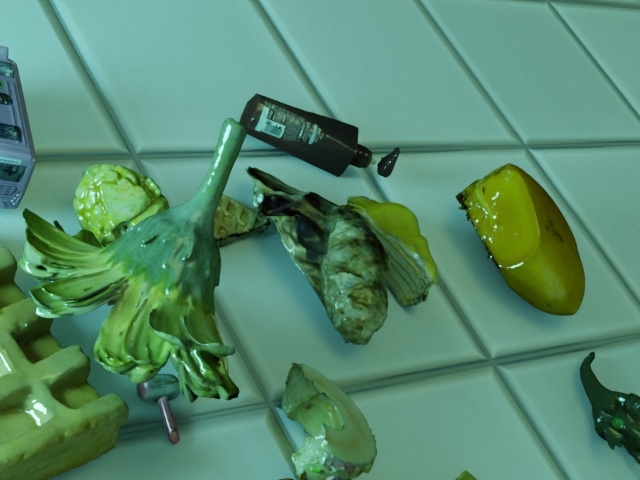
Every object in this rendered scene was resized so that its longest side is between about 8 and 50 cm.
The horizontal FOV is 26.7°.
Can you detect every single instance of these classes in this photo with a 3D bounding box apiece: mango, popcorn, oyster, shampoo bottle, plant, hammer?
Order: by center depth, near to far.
[{"bbox_3d":[-0.165,0.042,1.466,0.305,0.261,0.297,27,60,27],"label":"plant"},{"bbox_3d":[-0.173,0.188,1.497,0.052,0.031,0.083,0,61,-39],"label":"hammer"},{"bbox_3d":[-0.242,-0.032,1.622,0.121,0.116,0.106,52,48,-57],"label":"popcorn"},{"bbox_3d":[-0.001,-0.001,1.773,0.294,0.094,0.166,48,35,10],"label":"oyster"},{"bbox_3d":[0.001,-0.147,1.957,0.236,0.068,0.067,21,37,-21],"label":"shampoo bottle"},{"bbox_3d":[0.308,0.002,1.997,0.252,0.126,0.154,57,21,12],"label":"mango"}]

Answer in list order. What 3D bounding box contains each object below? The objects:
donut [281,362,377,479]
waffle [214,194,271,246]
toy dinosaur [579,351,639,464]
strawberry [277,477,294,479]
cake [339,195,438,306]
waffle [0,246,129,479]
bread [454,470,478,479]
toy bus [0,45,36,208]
[{"bbox_3d":[0.008,0.225,1.555,0.108,0.065,0.166,32,23,-33],"label":"donut"},{"bbox_3d":[-0.124,-0.003,1.741,0.097,0.023,0.153,30,36,-8],"label":"waffle"},{"bbox_3d":[0.429,0.259,1.908,0.187,0.087,0.179,50,-1,-7],"label":"toy dinosaur"},{"bbox_3d":[-0.021,0.336,1.390,0.175,0.107,0.236,0,49,-39],"label":"strawberry"},{"bbox_3d":[0.088,0.000,1.865,0.116,0.080,0.185,17,45,-28],"label":"cake"},{"bbox_3d":[-0.395,0.121,1.350,0.304,0.077,0.348,-21,64,-47],"label":"waffle"},{"bbox_3d":[0.132,0.349,1.546,0.088,0.049,0.226,46,38,12],"label":"bread"},{"bbox_3d":[-0.400,-0.138,1.594,0.096,0.108,0.199,8,45,-33],"label":"toy bus"}]
